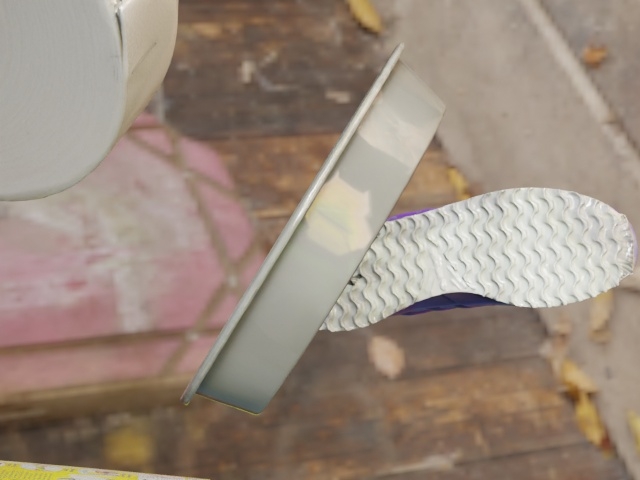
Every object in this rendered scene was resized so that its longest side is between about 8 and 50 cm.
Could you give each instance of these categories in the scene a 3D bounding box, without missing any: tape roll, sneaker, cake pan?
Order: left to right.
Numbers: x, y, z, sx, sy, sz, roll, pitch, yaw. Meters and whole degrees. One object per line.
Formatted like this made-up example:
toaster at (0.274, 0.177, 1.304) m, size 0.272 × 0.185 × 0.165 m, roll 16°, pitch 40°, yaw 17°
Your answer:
tape roll at (-0.270, -0.187, 1.088) m, size 0.392 × 0.072 × 0.392 m, roll 20°, pitch 142°, yaw 16°
cake pan at (0.000, 0.000, 1.227) m, size 0.293 × 0.054 × 0.293 m, roll -59°, pitch 1°, yaw 2°
sneaker at (0.128, 0.008, 1.525) m, size 0.146 × 0.293 × 0.102 m, roll -19°, pitch -78°, yaw -74°

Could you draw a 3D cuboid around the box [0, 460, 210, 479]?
box at (-0.154, 0.160, 1.039) m, size 0.105 × 0.179 × 0.043 m, roll -150°, pitch 68°, yaw -86°
